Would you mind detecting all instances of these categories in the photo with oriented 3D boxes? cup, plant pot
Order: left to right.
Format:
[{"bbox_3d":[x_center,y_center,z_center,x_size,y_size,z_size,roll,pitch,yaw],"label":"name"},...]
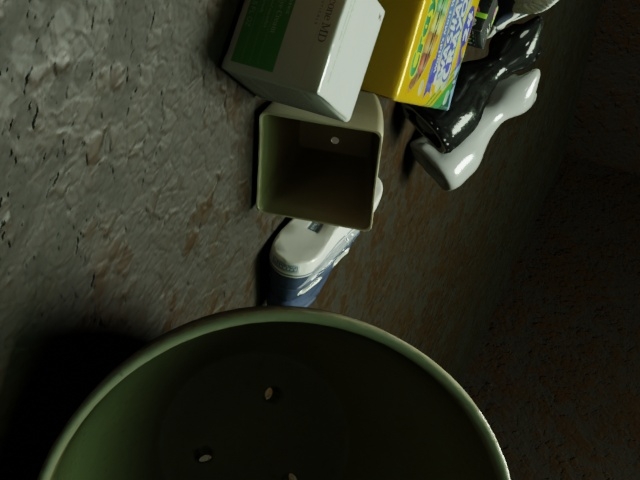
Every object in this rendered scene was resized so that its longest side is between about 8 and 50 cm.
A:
[{"bbox_3d":[-0.044,0.191,0.803,0.237,0.331,0.331,-132,-122,-78],"label":"cup"},{"bbox_3d":[0.006,-0.088,0.960,0.096,0.109,0.109,-72,169,-50],"label":"plant pot"}]

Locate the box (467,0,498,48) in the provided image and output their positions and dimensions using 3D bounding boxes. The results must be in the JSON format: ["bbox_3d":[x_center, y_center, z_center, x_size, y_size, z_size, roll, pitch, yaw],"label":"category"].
[{"bbox_3d":[0.175,-0.288,1.311,0.052,0.083,0.062,55,55,-70],"label":"box"}]

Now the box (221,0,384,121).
[{"bbox_3d":[-0.012,-0.161,0.835,0.102,0.087,0.101,21,88,-74],"label":"box"}]

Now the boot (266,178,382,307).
[{"bbox_3d":[0.000,0.000,1.106,0.190,0.069,0.086,-44,156,-43],"label":"boot"}]

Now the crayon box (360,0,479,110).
[{"bbox_3d":[0.096,-0.249,1.102,0.323,0.083,0.203,-15,121,-70],"label":"crayon box"}]

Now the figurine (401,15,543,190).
[{"bbox_3d":[0.223,-0.187,1.417,0.209,0.092,0.215,-41,159,-6],"label":"figurine"}]

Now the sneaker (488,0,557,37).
[{"bbox_3d":[0.294,-0.361,1.397,0.153,0.094,0.235,-41,-179,-24],"label":"sneaker"}]
